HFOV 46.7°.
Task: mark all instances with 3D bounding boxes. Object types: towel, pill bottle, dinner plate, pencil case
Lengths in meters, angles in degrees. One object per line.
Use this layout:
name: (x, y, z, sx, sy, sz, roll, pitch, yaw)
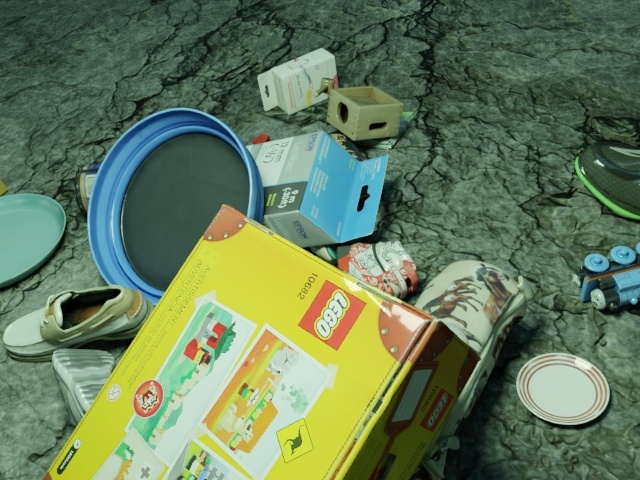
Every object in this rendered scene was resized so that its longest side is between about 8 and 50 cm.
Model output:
towel: (0.151, -0.278, 1.807, 0.113, 0.023, 0.152, 15, 47, 25)
pill bottle: (-0.430, -0.121, 1.672, 0.219, 0.122, 0.122, -5, 41, 6)
dinner plate: (0.385, 0.238, 1.183, 0.141, 0.017, 0.141, -5, 42, 5)
pencil case: (0.189, 0.201, 1.154, 0.184, 0.160, 0.410, 3, 40, 38)

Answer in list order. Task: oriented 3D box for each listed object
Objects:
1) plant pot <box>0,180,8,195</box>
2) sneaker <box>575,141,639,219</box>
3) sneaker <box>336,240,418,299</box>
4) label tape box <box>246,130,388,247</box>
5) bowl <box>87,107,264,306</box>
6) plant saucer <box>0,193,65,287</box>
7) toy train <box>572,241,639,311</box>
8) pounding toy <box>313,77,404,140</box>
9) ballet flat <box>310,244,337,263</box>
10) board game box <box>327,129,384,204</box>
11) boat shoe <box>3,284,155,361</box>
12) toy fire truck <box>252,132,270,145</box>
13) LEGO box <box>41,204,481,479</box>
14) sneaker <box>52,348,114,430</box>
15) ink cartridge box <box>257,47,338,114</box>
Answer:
plant pot: (-0.833, -0.131, 1.801, 0.081, 0.081, 0.083, 20, 60, 30)
sneaker: (0.729, -0.128, 1.384, 0.483, 0.202, 0.185, 15, 46, 26)
sneaker: (0.110, 0.099, 1.341, 0.145, 0.090, 0.270, -8, 40, 3)
label tape box: (-0.053, -0.102, 1.519, 0.348, 0.115, 0.249, -9, 43, 25)
bowl: (-0.283, -0.062, 1.454, 0.391, 0.077, 0.391, -5, 79, 25)
plant saucer: (-0.717, 0.010, 1.645, 0.318, 0.043, 0.317, -5, 41, 5)
toy train: (0.542, 0.066, 1.301, 0.184, 0.080, 0.105, -14, 47, -4)
pounding toy: (0.060, -0.311, 1.757, 0.181, 0.094, 0.206, -11, 34, -29)
ballet flat: (0.000, 0.000, 1.515, 0.052, 0.057, 0.168, -33, 35, 16)
board game box: (0.021, -0.156, 1.681, 0.165, 0.042, 0.243, -19, 42, -10)
boat shoe: (-0.463, 0.141, 1.370, 0.302, 0.103, 0.113, -16, 51, 11)
toy fire truck: (-0.220, -0.197, 1.773, 0.135, 0.047, 0.192, 20, 50, 28)
LEGO box: (-0.092, 0.256, 0.969, 0.372, 0.193, 0.500, 29, 83, 35)
sneaker: (-0.398, 0.267, 1.248, 0.105, 0.115, 0.281, 7, 14, -28)
ink cartridge box: (-0.055, -0.404, 1.922, 0.198, 0.115, 0.067, -27, 44, -17)
